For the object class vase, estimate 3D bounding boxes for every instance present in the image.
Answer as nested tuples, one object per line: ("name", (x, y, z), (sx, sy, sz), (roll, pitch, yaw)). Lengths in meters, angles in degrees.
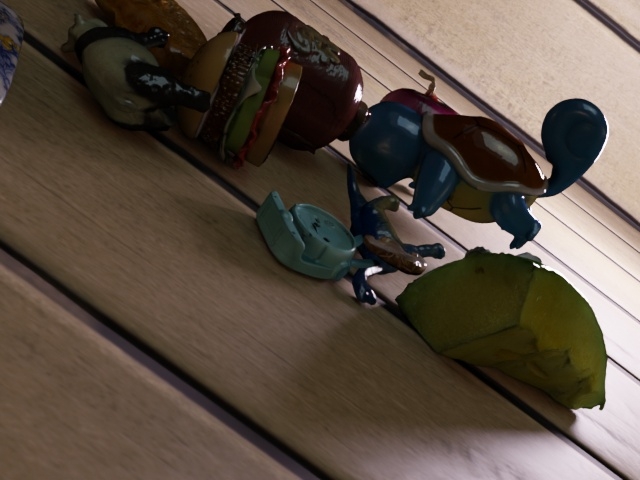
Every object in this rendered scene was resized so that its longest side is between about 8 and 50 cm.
("vase", (0.285, 0.049, 1.497), (0.148, 0.081, 0.081), (11, 32, -46))

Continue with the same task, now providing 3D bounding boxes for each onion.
("onion", (0.195, -0.232, 1.871), (0.177, 0.153, 0.177), (42, 24, -23))

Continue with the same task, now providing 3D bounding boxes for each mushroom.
("mushroom", (0.092, 0.017, 1.152), (0.101, 0.019, 0.049), (22, 25, -35))

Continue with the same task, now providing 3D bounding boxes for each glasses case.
("glasses case", (-0.338, -0.186, 0.916), (0.087, 0.065, 0.248), (26, 23, -26))

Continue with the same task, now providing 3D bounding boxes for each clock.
("clock", (-0.001, 0.001, 1.119), (0.147, 0.045, 0.108), (18, 29, -35))

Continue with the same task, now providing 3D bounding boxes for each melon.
("melon", (0.265, 0.124, 1.225), (0.323, 0.196, 0.124), (32, 54, -41))

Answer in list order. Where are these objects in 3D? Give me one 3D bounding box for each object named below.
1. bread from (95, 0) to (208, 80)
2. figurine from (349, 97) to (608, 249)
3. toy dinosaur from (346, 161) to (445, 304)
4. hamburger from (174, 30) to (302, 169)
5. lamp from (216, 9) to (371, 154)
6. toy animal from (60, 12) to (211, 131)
("bread", (-0.234, -0.290, 1.330), (0.139, 0.077, 0.271), (13, 29, -44))
("figurine", (0.254, -0.107, 1.548), (0.416, 0.243, 0.298), (1, 20, 9))
("toy dinosaur", (0.051, -0.011, 1.233), (0.188, 0.075, 0.248), (1, 46, -45))
("hamburger", (-0.111, -0.181, 1.194), (0.137, 0.175, 0.175), (23, 21, -8))
("lamp", (-0.043, -0.227, 1.395), (0.258, 0.180, 0.180), (31, 20, -21))
("toy animal", (-0.232, -0.202, 1.124), (0.121, 0.094, 0.225), (7, 36, -41))
